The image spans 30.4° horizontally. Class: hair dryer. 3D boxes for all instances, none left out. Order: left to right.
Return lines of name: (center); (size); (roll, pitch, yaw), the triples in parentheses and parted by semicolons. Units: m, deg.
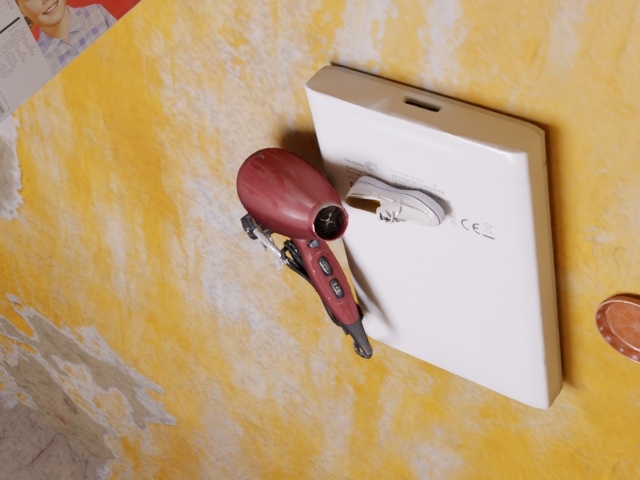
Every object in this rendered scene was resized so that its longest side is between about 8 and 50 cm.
hair dryer: (0.000, 0.000, 1.203); (0.223, 0.080, 0.293); (46, 171, 12)

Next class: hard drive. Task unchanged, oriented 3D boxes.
hard drive: (0.118, 0.005, 1.148); (0.233, 0.047, 0.353); (21, 144, 31)

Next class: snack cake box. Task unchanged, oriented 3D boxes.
snack cake box: (-0.286, -0.231, 1.086); (0.089, 0.264, 0.152); (16, 142, 37)

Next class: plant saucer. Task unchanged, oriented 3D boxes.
plant saucer: (0.292, 0.082, 1.080); (0.083, 0.013, 0.083); (29, 147, 21)

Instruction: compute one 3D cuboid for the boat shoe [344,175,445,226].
boat shoe: (0.066, -0.029, 1.080); (0.100, 0.035, 0.035); (23, 145, 30)
